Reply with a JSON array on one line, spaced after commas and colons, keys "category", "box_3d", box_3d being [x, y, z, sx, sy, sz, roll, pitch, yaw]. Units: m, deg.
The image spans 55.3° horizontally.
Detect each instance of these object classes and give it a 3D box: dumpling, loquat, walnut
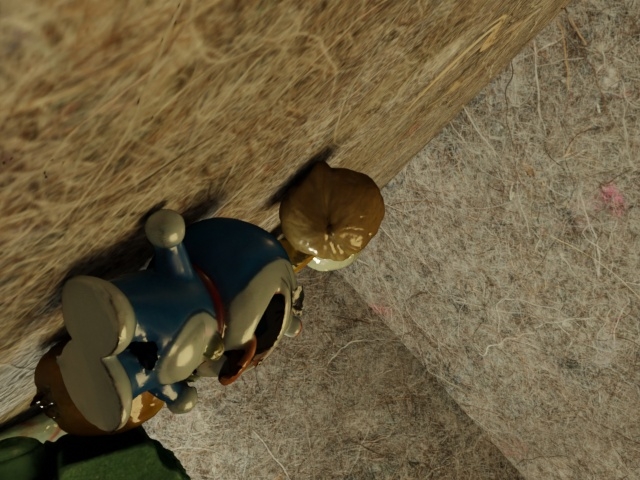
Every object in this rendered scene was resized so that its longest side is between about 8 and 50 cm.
[{"category": "dumpling", "box_3d": [0.000, 0.000, 1.412, 0.193, 0.146, 0.258, -12, 173, -4]}, {"category": "loquat", "box_3d": [-0.226, 0.145, 0.636, 0.137, 0.137, 0.112, -36, 140, -64]}, {"category": "walnut", "box_3d": [0.015, -0.043, 0.887, 0.167, 0.149, 0.166, -14, -160, 5]}]

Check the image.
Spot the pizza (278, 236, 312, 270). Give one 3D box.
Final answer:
[{"category": "pizza", "box_3d": [-0.105, 0.059, 1.234, 0.323, 0.089, 0.223, -40, 175, 30]}]

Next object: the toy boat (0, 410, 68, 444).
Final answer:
[{"category": "toy boat", "box_3d": [-0.382, 0.266, 0.868, 0.206, 0.096, 0.282, -28, 173, 19]}]

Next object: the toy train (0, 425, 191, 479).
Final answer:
[{"category": "toy train", "box_3d": [-0.234, 0.333, 0.604, 0.238, 0.298, 0.167, -11, -177, -25]}]

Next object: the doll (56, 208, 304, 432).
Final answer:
[{"category": "doll", "box_3d": [-0.117, 0.065, 0.569, 0.257, 0.161, 0.215, -31, 141, -61]}]

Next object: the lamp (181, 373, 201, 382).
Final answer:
[{"category": "lamp", "box_3d": [-0.167, 0.115, 0.770, 0.106, 0.106, 0.193, -42, -164, -8]}]
